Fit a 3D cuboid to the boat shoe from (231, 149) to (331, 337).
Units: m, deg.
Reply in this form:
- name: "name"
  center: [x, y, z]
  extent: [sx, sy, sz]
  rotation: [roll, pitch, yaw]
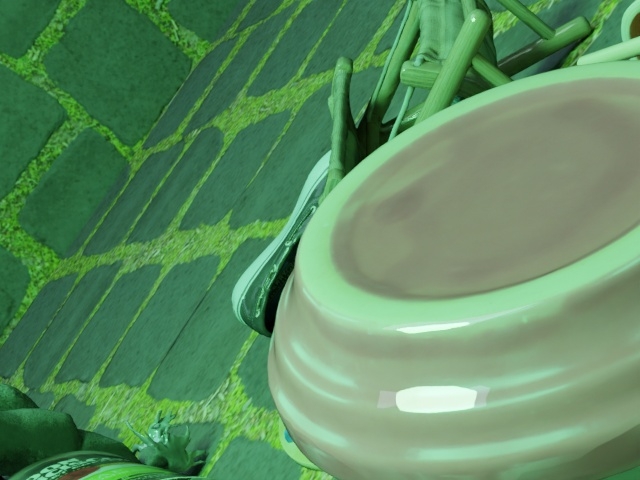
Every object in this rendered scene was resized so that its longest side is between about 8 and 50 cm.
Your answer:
- name: "boat shoe"
  center: [0.000, 0.000, 1.601]
  extent: [0.228, 0.080, 0.076]
  rotation: [-50, 34, 0]

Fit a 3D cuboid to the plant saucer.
- name: "plant saucer"
  center: [0.117, 0.001, 0.873]
  extent: [0.332, 0.084, 0.332]
  rotation: [-20, 28, 11]

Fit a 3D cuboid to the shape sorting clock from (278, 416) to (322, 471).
- name: "shape sorting clock"
  center: [0.058, 0.064, 1.000]
  extent: [0.206, 0.040, 0.206]
  rotation: [-39, 17, 15]

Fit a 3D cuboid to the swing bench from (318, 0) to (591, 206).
- name: "swing bench"
  center: [0.098, -0.099, 1.372]
  extent: [0.254, 0.165, 0.253]
  rotation: [-46, 18, 22]

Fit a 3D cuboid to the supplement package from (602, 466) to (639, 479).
- name: "supplement package"
  center: [0.130, 0.138, 0.897]
  extent: [0.179, 0.105, 0.105]
  rotation: [-43, 17, 29]

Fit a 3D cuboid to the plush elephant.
- name: "plush elephant"
  center: [-0.290, 0.270, 1.512]
  extent: [0.255, 0.271, 0.330]
  rotation: [-26, -1, 30]

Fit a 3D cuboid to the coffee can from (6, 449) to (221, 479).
- name: "coffee can"
  center: [-0.142, 0.265, 1.205]
  extent: [0.201, 0.201, 0.275]
  rotation: [-57, 18, -16]

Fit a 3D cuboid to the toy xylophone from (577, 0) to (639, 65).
- name: "toy xylophone"
  center: [0.299, -0.164, 1.031]
  extent: [0.236, 0.081, 0.323]
  rotation: [-41, 10, -21]
